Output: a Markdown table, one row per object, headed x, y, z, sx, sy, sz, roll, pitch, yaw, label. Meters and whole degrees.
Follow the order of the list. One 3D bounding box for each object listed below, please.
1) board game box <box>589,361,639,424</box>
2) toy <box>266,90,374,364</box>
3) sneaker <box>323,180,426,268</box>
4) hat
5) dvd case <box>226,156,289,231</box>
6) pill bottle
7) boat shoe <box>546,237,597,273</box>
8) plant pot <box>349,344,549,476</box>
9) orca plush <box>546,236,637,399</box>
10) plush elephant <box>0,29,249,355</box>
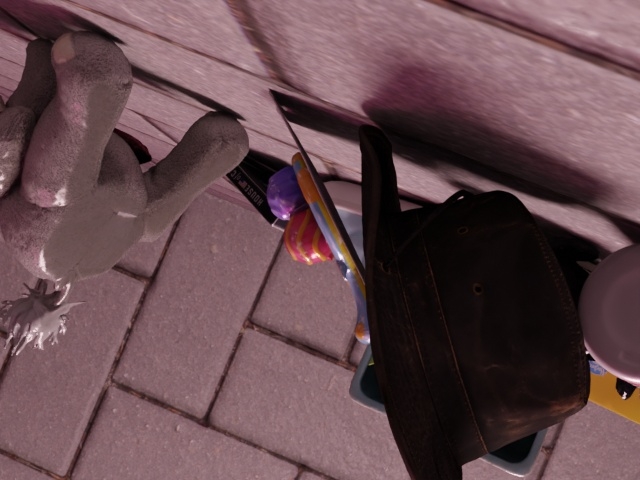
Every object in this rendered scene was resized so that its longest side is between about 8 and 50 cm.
| x | y | z | sx | sy | sz | roll | pitch | yaw | label |
| --- | --- | --- | --- | --- | --- | --- | --- | --- | --- |
| 0.482 | 0.188 | 1.114 | 0.242 | 0.064 | 0.316 | 4 | -173 | -23 | board game box |
| 0.000 | 0.000 | 0.858 | 0.237 | 0.056 | 0.137 | 60 | -179 | 6 | toy |
| 0.074 | 0.026 | 1.192 | 0.135 | 0.150 | 0.366 | 25 | 178 | -29 | sneaker |
| 0.122 | 0.064 | 0.737 | 0.133 | 0.332 | 0.331 | -11 | 171 | 9 | hat |
| -0.037 | -0.047 | 1.416 | 0.238 | 0.030 | 0.179 | 26 | -164 | -52 | dvd case |
| 0.283 | 0.073 | 0.807 | 0.108 | 0.108 | 0.180 | 21 | 178 | 34 | pill bottle |
| 0.235 | 0.045 | 1.028 | 0.233 | 0.079 | 0.084 | 22 | 177 | -30 | boat shoe |
| 0.220 | 0.150 | 1.347 | 0.247 | 0.248 | 0.252 | 22 | 176 | 20 | plant pot |
| 0.224 | 0.096 | 0.942 | 0.151 | 0.102 | 0.287 | -29 | 132 | 28 | orca plush |
| -0.284 | -0.085 | 1.035 | 0.255 | 0.330 | 0.271 | 42 | -164 | 30 | plush elephant |
